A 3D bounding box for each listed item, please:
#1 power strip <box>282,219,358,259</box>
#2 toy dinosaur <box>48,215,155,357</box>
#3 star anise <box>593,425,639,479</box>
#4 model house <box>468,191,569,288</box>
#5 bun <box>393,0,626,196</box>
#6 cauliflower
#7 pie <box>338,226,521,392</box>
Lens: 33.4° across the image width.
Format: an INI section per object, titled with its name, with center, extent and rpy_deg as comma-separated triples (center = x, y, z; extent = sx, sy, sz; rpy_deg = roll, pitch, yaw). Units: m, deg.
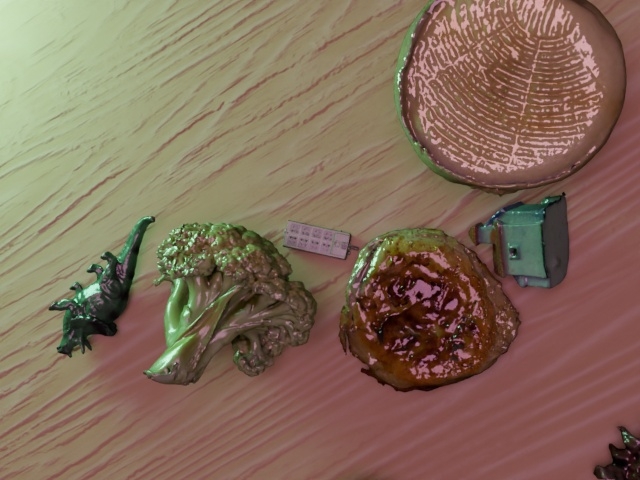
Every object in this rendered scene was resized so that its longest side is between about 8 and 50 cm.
[power strip]
center = 0.000, 0.000, 1.857
extent = 0.136, 0.019, 0.050
rpy_deg = 13, 87, 10
[toy dinosaur]
center = -0.391, 0.073, 1.891
extent = 0.120, 0.079, 0.292
rpy_deg = 22, 93, 4
[star anise]
center = 0.544, 0.393, 1.708
extent = 0.214, 0.099, 0.220
rpy_deg = 8, 88, 19
[model house]
center = 0.325, -0.001, 1.769
extent = 0.149, 0.119, 0.148
rpy_deg = 3, 107, 31
[bun]
center = 0.299, -0.252, 1.730
extent = 0.364, 0.202, 0.364
rpy_deg = 0, 93, 6
[cauliflower]
center = -0.160, 0.116, 1.776
extent = 0.327, 0.260, 0.281
rpy_deg = 21, 87, 44
[pie]
center = 0.169, 0.111, 1.790
extent = 0.308, 0.085, 0.308
rpy_deg = -1, 86, 10
